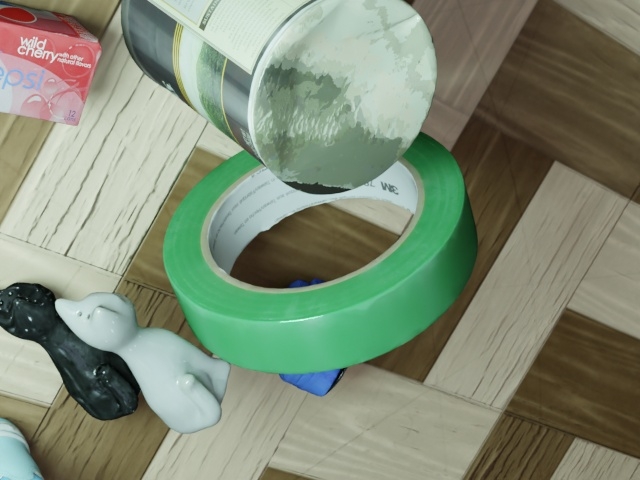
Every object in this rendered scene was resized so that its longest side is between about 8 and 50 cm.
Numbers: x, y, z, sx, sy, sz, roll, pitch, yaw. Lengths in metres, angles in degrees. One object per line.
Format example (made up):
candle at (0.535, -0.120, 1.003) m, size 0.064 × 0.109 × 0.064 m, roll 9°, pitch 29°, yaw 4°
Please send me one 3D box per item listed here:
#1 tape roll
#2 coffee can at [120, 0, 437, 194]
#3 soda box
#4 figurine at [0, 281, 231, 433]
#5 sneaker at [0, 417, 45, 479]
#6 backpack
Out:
tape roll at (0.000, 0.000, 1.708) m, size 0.321 × 0.321 × 0.077 m, roll -32°, pitch 129°, yaw -16°
coffee can at (-0.045, -0.190, 1.598) m, size 0.201 × 0.275 × 0.201 m, roll -17°, pitch 123°, yaw -27°
soda box at (-0.340, -0.180, 1.526) m, size 0.263 × 0.083 × 0.092 m, roll 8°, pitch 110°, yaw -37°
figurine at (-0.224, 0.110, 1.696) m, size 0.209 × 0.215 × 0.092 m, roll 43°, pitch 63°, yaw -39°
sneaker at (-0.357, 0.372, 1.747) m, size 0.127 × 0.208 × 0.319 m, roll -1°, pitch 116°, yaw -36°
backpack at (-0.011, 0.113, 1.922) m, size 0.101 × 0.098 × 0.120 m, roll 22°, pitch 103°, yaw -11°
